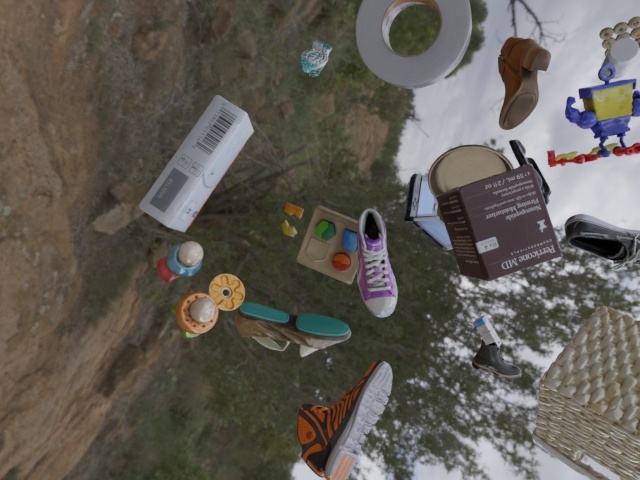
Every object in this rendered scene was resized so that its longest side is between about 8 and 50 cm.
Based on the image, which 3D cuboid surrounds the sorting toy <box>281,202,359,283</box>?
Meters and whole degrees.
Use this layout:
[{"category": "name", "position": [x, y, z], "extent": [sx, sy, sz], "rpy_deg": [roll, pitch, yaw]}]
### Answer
[{"category": "sorting toy", "position": [0.000, 0.000, 1.587], "extent": [0.041, 0.307, 0.229], "rpy_deg": [-50, 162, -69]}]

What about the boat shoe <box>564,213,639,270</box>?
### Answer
[{"category": "boat shoe", "position": [0.837, 0.021, 1.292], "extent": [0.113, 0.306, 0.105], "rpy_deg": [109, 5, -47]}]

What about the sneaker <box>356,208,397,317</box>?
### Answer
[{"category": "sneaker", "position": [0.136, 0.056, 1.199], "extent": [0.161, 0.102, 0.282], "rpy_deg": [54, 26, -78]}]

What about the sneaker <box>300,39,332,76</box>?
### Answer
[{"category": "sneaker", "position": [-0.014, -0.448, 1.188], "extent": [0.166, 0.065, 0.076], "rpy_deg": [-64, 177, -49]}]

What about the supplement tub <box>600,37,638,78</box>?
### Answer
[{"category": "supplement tub", "position": [0.826, -0.501, 1.289], "extent": [0.107, 0.071, 0.071], "rpy_deg": [23, 85, -68]}]

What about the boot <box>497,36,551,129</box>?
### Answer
[{"category": "boot", "position": [0.650, -0.543, 1.591], "extent": [0.220, 0.109, 0.283], "rpy_deg": [-106, -160, -54]}]

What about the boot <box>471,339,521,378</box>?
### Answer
[{"category": "boot", "position": [0.741, 0.485, 1.916], "extent": [0.077, 0.198, 0.137], "rpy_deg": [-75, 175, -66]}]

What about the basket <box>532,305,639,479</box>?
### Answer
[{"category": "basket", "position": [0.730, 0.384, 1.083], "extent": [0.331, 0.328, 0.266], "rpy_deg": [-34, 128, -26]}]

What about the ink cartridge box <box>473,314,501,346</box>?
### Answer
[{"category": "ink cartridge box", "position": [0.441, 0.243, 1.228], "extent": [0.028, 0.083, 0.048], "rpy_deg": [-33, 168, 29]}]

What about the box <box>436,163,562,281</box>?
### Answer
[{"category": "box", "position": [0.379, -0.037, 1.015], "extent": [0.167, 0.169, 0.203], "rpy_deg": [153, -82, -88]}]

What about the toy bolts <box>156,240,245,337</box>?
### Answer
[{"category": "toy bolts", "position": [-0.288, 0.100, 1.169], "extent": [0.218, 0.228, 0.158], "rpy_deg": [-26, 177, -36]}]

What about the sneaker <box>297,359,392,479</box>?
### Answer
[{"category": "sneaker", "position": [0.046, 0.431, 1.198], "extent": [0.321, 0.180, 0.124], "rpy_deg": [-55, 134, -19]}]

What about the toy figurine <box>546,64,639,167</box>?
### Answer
[{"category": "toy figurine", "position": [0.721, -0.312, 1.092], "extent": [0.191, 0.363, 0.217], "rpy_deg": [-51, 130, -79]}]

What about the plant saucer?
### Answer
[{"category": "plant saucer", "position": [0.500, -0.207, 1.550], "extent": [0.278, 0.278, 0.041], "rpy_deg": [104, 5, -48]}]

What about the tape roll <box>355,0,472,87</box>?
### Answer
[{"category": "tape roll", "position": [0.183, -0.415, 0.916], "extent": [0.072, 0.219, 0.219], "rpy_deg": [-32, 141, -69]}]

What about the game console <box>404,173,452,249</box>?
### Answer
[{"category": "game console", "position": [0.447, -0.109, 1.732], "extent": [0.293, 0.173, 0.250], "rpy_deg": [-7, 105, -58]}]

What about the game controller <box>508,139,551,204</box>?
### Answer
[{"category": "game controller", "position": [0.735, -0.247, 1.653], "extent": [0.067, 0.166, 0.319], "rpy_deg": [-37, -161, 28]}]

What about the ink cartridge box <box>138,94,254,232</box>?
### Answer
[{"category": "ink cartridge box", "position": [-0.280, -0.162, 1.200], "extent": [0.308, 0.091, 0.385], "rpy_deg": [-57, 177, -4]}]

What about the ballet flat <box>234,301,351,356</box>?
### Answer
[{"category": "ballet flat", "position": [-0.086, 0.274, 1.371], "extent": [0.116, 0.343, 0.124], "rpy_deg": [-78, 178, -68]}]

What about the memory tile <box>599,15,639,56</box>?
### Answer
[{"category": "memory tile", "position": [0.919, -0.607, 1.381], "extent": [0.113, 0.148, 0.012], "rpy_deg": [42, 48, -39]}]
